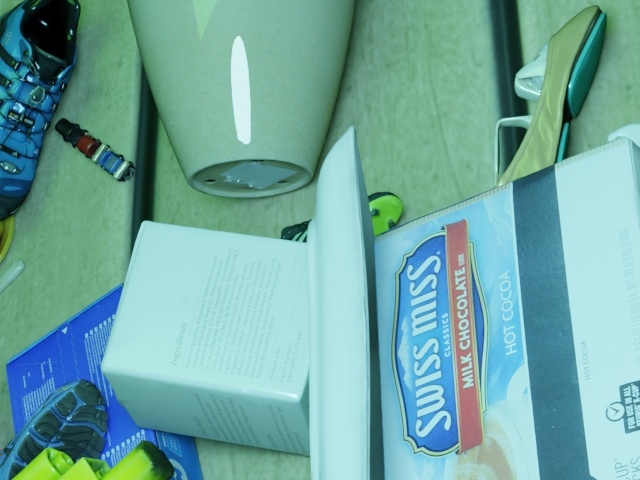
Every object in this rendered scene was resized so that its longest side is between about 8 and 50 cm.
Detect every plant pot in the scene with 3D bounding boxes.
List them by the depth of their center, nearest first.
[{"bbox_3d":[-0.075,-0.191,1.725,0.257,0.256,0.274,-14,70,32],"label":"plant pot"}]

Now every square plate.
[{"bbox_3d":[0.027,0.146,1.333,0.049,0.347,0.344,-4,55,3],"label":"square plate"}]

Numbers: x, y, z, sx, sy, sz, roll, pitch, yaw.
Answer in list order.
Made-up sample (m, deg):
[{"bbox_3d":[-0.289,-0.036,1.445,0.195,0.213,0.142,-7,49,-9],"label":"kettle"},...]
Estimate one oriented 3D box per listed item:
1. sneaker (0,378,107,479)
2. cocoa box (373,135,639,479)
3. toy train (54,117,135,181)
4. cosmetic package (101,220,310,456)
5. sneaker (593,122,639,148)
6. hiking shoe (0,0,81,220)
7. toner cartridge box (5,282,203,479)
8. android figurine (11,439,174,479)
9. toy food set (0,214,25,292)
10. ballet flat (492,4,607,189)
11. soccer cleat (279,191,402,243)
[{"bbox_3d":[-0.288,0.218,1.610,0.221,0.083,0.087,-52,38,-2],"label":"sneaker"},{"bbox_3d":[0.194,0.147,1.260,0.228,0.231,0.347,-22,50,27],"label":"cocoa box"},{"bbox_3d":[-0.259,-0.105,1.939,0.027,0.036,0.158,-53,44,-3],"label":"toy train"},{"bbox_3d":[-0.079,0.090,1.536,0.184,0.151,0.151,9,65,11],"label":"cosmetic package"},{"bbox_3d":[0.216,0.007,1.436,0.236,0.095,0.104,-39,45,11],"label":"sneaker"},{"bbox_3d":[-0.355,-0.171,1.983,0.132,0.113,0.304,-36,41,48],"label":"hiking shoe"},{"bbox_3d":[-0.203,0.223,1.647,0.165,0.075,0.347,-32,47,17],"label":"toner cartridge box"},{"bbox_3d":[-0.213,0.309,1.494,0.273,0.056,0.248,-45,66,10],"label":"android figurine"},{"bbox_3d":[-0.426,-0.013,1.988,0.128,0.071,0.218,-39,45,12],"label":"toy food set"},{"bbox_3d":[0.199,-0.117,1.537,0.073,0.080,0.232,12,68,15],"label":"ballet flat"},{"bbox_3d":[0.000,0.000,1.644,0.179,0.060,0.072,-37,44,17],"label":"soccer cleat"}]
